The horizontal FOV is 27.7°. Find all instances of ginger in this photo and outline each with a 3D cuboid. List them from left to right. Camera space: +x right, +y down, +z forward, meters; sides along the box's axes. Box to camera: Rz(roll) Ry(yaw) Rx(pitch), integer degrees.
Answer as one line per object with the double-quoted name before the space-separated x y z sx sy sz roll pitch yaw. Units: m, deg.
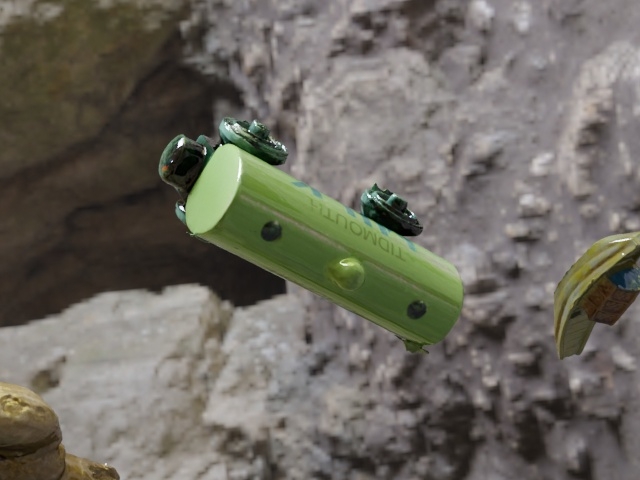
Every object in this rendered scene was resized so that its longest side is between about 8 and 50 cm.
"ginger" -0.248 0.148 0.838 0.059 0.214 0.133 -99 -2 -45

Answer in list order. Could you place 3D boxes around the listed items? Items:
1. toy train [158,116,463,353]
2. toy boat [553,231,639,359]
"toy train" 0.000 0.000 0.983 0.105 0.253 0.157 -57 27 10
"toy boat" 0.281 0.054 1.303 0.066 0.065 0.172 55 138 28
